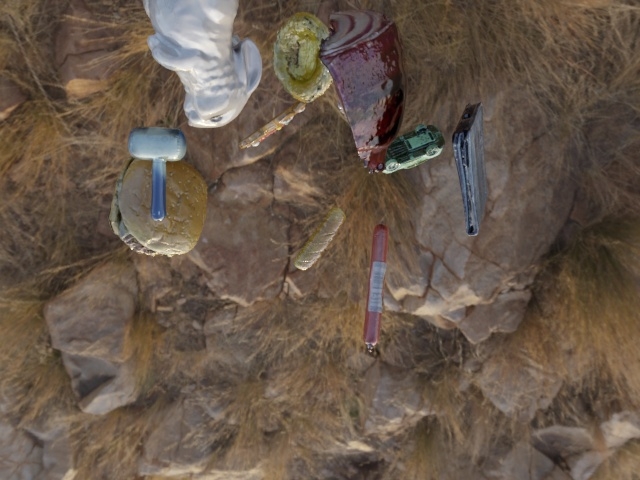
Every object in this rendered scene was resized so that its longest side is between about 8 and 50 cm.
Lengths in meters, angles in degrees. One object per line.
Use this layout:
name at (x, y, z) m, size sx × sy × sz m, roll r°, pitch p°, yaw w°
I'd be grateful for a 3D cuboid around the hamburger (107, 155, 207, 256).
hamburger at (-0.433, -0.096, 1.303) m, size 0.144 × 0.284 × 0.259 m, roll -2°, pitch 167°, yaw 36°

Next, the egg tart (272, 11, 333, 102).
egg tart at (-0.034, -0.589, 1.542) m, size 0.118 × 0.288 × 0.288 m, roll -17°, pitch 137°, yaw -38°

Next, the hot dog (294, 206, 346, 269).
hot dog at (-0.002, -0.002, 1.798) m, size 0.087 × 0.061 × 0.286 m, roll 22°, pitch 110°, yaw -26°

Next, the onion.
onion at (0.103, -0.288, 0.895) m, size 0.146 × 0.314 × 0.280 m, roll -19°, pitch 129°, yaw 13°

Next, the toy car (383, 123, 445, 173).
toy car at (0.361, -0.367, 1.986) m, size 0.305 × 0.136 × 0.125 m, roll -22°, pitch 151°, yaw 4°

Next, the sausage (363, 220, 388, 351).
sausage at (0.105, 0.081, 0.902) m, size 0.034 × 0.254 × 0.034 m, roll 8°, pitch 164°, yaw 2°

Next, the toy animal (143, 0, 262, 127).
toy animal at (-0.240, -0.416, 0.999) m, size 0.193 × 0.258 × 0.357 m, roll 23°, pitch 150°, yaw 28°

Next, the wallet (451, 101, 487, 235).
wallet at (0.298, -0.143, 0.930) m, size 0.036 × 0.167 × 0.222 m, roll -1°, pitch 122°, yaw 27°

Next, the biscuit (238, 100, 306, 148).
biscuit at (-0.186, -0.418, 1.771) m, size 0.339 × 0.216 × 0.047 m, roll -23°, pitch 110°, yaw 40°

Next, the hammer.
hammer at (-0.341, -0.138, 0.995) m, size 0.116 × 0.069 × 0.194 m, roll 1°, pitch 97°, yaw -9°
